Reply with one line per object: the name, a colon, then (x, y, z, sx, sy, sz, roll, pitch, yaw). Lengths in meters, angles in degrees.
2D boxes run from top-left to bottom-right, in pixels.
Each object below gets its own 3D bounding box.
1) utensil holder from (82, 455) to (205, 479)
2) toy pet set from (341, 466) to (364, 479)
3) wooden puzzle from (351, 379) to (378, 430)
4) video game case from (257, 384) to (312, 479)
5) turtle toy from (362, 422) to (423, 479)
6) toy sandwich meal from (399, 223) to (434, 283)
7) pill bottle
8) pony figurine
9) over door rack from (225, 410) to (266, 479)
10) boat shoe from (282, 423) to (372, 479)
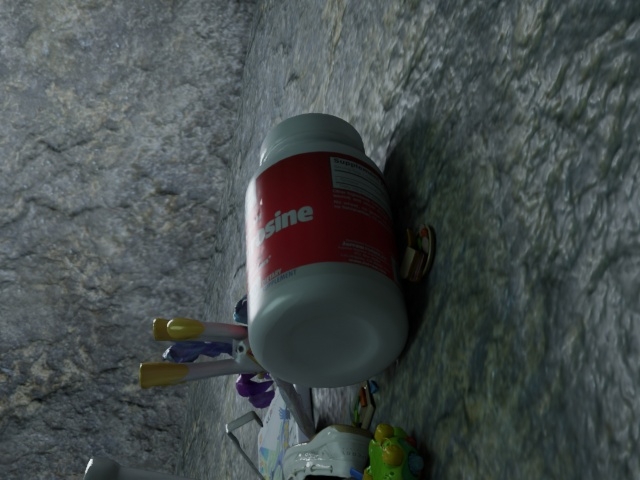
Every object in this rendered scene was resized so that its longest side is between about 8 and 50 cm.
utensil holder: (-0.128, 0.462, 1.366, 0.327, 0.385, 0.328, -170, 90, -85)
toy pet set: (0.076, 0.379, 1.538, 0.114, 0.065, 0.122, 23, 111, 40)
wooden puzzle: (0.064, 0.262, 1.697, 0.078, 0.014, 0.116, -113, 34, -65)
video game case: (-0.069, 0.426, 2.100, 0.329, 0.036, 0.300, -96, 19, -45)
turtle toy: (0.097, 0.289, 1.434, 0.130, 0.066, 0.095, -110, 31, -64)
toy sandwich meal: (0.132, 0.017, 1.527, 0.085, 0.029, 0.086, -172, 90, -76)
pill bottle: (0.000, 0.000, 1.659, 0.408, 0.228, 0.229, -95, 19, -44)
pony figurine: (-0.095, 0.192, 1.834, 0.351, 0.363, 0.303, 81, -173, -83)
over door rack: (-0.089, 0.470, 1.746, 0.239, 0.108, 0.324, -112, 4, -58)
boat shoe: (0.000, 0.368, 1.708, 0.277, 0.098, 0.096, 124, 155, -59)
